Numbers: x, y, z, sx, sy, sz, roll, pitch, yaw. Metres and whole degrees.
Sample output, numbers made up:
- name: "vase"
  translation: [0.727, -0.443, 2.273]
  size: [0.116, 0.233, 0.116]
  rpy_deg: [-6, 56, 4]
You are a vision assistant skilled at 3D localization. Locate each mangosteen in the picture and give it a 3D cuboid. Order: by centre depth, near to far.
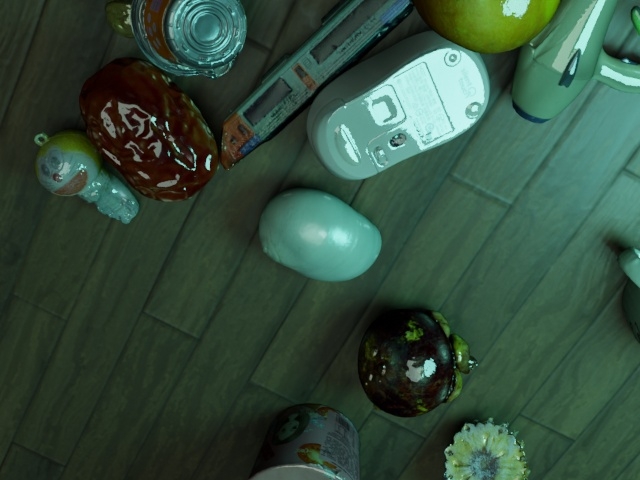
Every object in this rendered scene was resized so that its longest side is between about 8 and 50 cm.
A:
- name: "mangosteen"
  translation: [0.177, 0.217, 1.476]
  size: [0.217, 0.192, 0.192]
  rpy_deg: [1, 118, -29]

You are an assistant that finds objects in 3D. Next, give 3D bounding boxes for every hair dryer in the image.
- name: "hair dryer"
  translation: [0.441, -0.314, 1.221]
  size: [0.299, 0.119, 0.295]
  rpy_deg: [-5, 134, 1]

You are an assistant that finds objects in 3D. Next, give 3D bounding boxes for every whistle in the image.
- name: "whistle"
  translation: [-0.405, -0.104, 1.428]
  size: [0.123, 0.122, 0.223]
  rpy_deg: [-34, 121, 19]

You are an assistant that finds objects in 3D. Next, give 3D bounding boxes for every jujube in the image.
- name: "jujube"
  translation: [-0.278, -0.178, 1.347]
  size: [0.174, 0.174, 0.250]
  rpy_deg: [-37, 111, 20]

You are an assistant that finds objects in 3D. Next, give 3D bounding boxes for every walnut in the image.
- name: "walnut"
  translation: [-0.298, -0.363, 1.314]
  size: [0.092, 0.092, 0.092]
  rpy_deg: [2, 114, 5]

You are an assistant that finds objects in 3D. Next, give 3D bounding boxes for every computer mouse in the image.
- name: "computer mouse"
  translation: [0.118, -0.213, 1.314]
  size: [0.297, 0.121, 0.184]
  rpy_deg: [-33, 119, 3]

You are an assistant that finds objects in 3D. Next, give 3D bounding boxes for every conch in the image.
- name: "conch"
  translation: [-0.003, 0.003, 1.434]
  size: [0.221, 0.120, 0.185]
  rpy_deg: [22, 144, -8]

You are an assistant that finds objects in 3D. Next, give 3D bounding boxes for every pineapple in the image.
- name: "pineapple"
  translation: [0.327, 0.429, 1.572]
  size: [0.162, 0.137, 0.175]
  rpy_deg: [-14, 72, 23]

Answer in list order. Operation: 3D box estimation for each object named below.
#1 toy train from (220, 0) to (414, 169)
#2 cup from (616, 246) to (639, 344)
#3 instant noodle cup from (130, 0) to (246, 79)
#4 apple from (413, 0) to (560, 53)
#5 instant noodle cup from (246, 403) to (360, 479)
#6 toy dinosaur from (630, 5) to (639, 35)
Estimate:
- name: "toy train"
  translation: [-0.026, -0.268, 1.320]
  size: [0.409, 0.086, 0.089]
  rpy_deg: [-39, 97, 20]
- name: "cup"
  translation: [0.587, 0.121, 1.345]
  size: [0.258, 0.234, 0.186]
  rpy_deg: [41, 111, -9]
- name: "instant noodle cup"
  translation: [-0.186, -0.330, 1.254]
  size: [0.208, 0.125, 0.177]
  rpy_deg: [35, 92, -31]
- name: "apple"
  translation: [0.232, -0.376, 1.165]
  size: [0.237, 0.237, 0.207]
  rpy_deg: [-1, 113, 7]
- name: "instant noodle cup"
  translation: [-0.027, 0.448, 1.557]
  size: [0.243, 0.231, 0.242]
  rpy_deg: [2, 114, 5]
- name: "toy dinosaur"
  translation: [0.733, -0.345, 1.152]
  size: [0.500, 0.144, 0.374]
  rpy_deg: [23, 113, -18]
